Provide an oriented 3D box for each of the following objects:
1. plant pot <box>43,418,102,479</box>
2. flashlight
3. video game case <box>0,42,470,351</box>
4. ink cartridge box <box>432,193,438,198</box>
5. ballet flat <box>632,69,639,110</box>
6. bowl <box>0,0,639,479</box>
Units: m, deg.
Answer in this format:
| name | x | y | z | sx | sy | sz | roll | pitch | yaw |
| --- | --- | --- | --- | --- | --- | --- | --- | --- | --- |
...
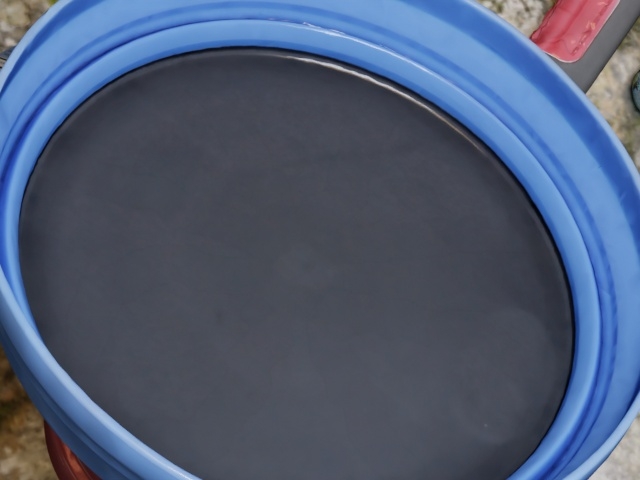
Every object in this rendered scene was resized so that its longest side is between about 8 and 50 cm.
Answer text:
| name | x | y | z | sx | sy | sz | roll | pitch | yaw |
| --- | --- | --- | --- | --- | --- | --- | --- | --- | --- |
| plant pot | -0.075 | 0.095 | 1.096 | 0.201 | 0.180 | 0.201 | 4 | 71 | -11 |
| flashlight | 0.203 | -0.191 | 1.308 | 0.103 | 0.103 | 0.304 | 27 | 66 | 25 |
| video game case | -0.106 | -0.057 | 1.091 | 0.329 | 0.036 | 0.300 | 26 | 46 | 33 |
| ink cartridge box | 0.054 | 0.163 | 1.057 | 0.066 | 0.296 | 0.261 | 24 | 61 | 38 |
| ballet flat | 0.343 | -0.129 | 1.337 | 0.188 | 0.070 | 0.070 | -10 | 74 | -17 |
| bowl | 0.000 | 0.000 | 0.930 | 0.391 | 0.077 | 0.391 | 10 | 53 | -13 |
